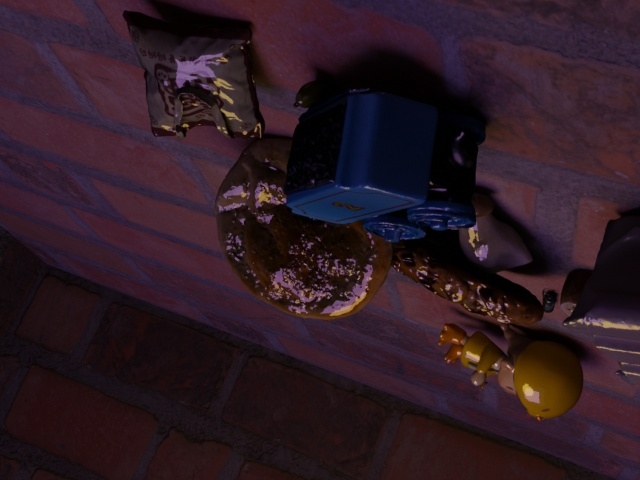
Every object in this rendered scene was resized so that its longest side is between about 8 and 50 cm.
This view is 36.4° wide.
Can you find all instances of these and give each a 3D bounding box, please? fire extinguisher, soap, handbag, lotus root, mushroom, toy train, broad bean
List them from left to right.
[{"bbox_3d":[-0.199,-0.260,1.573,0.212,0.127,0.235,6,136,11],"label":"handbag"},{"bbox_3d":[0.000,-0.207,1.596,0.048,0.070,0.213,44,179,19],"label":"broad bean"},{"bbox_3d":[0.094,-0.111,1.478,0.265,0.188,0.300,13,169,-22],"label":"toy train"},{"bbox_3d":[0.295,-0.014,1.752,0.116,0.093,0.225,-13,134,33],"label":"mushroom"},{"bbox_3d":[0.471,0.123,2.013,0.038,0.025,0.083,43,170,20],"label":"fire extinguisher"},{"bbox_3d":[0.510,0.110,1.849,0.112,0.081,0.122,22,164,34],"label":"lotus root"},{"bbox_3d":[0.649,0.124,1.466,0.435,0.213,0.350,4,151,48],"label":"soap"}]

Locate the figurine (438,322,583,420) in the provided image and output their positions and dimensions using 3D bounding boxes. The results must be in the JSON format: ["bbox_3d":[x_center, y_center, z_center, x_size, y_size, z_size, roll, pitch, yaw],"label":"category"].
[{"bbox_3d":[0.452,0.297,2.309,0.343,0.187,0.215,21,173,30],"label":"figurine"}]

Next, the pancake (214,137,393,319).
[{"bbox_3d":[-0.039,-0.016,1.868,0.386,0.082,0.387,9,114,22],"label":"pancake"}]

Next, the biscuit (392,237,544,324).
[{"bbox_3d":[0.270,0.078,1.880,0.334,0.081,0.289,29,-170,27],"label":"biscuit"}]
